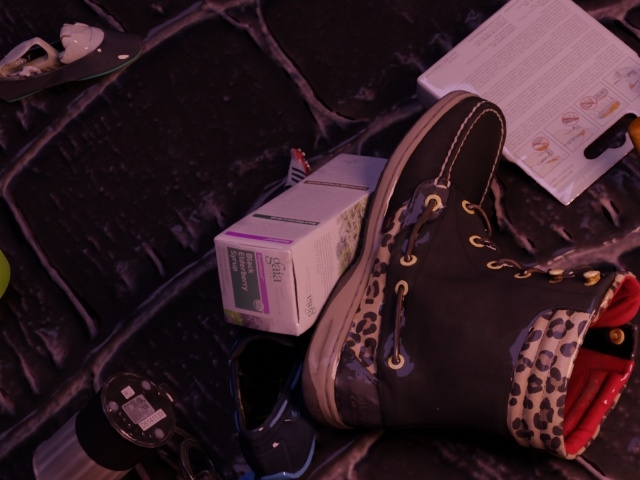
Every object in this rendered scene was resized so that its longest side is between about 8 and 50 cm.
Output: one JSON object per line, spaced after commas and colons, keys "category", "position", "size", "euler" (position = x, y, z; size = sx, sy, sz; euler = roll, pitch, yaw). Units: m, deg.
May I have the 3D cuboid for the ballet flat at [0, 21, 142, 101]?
{"category": "ballet flat", "position": [-0.324, -0.228, 2.370], "size": [0.203, 0.074, 0.074], "euler": [-17, 45, 12]}

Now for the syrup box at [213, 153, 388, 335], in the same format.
{"category": "syrup box", "position": [0.000, 0.000, 1.906], "size": [0.096, 0.093, 0.237], "euler": [9, 28, 33]}

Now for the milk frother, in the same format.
{"category": "milk frother", "position": [-0.184, 0.220, 1.873], "size": [0.135, 0.129, 0.143], "euler": [-43, 66, 37]}

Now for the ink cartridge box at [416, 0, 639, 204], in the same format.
{"category": "ink cartridge box", "position": [0.245, -0.151, 2.036], "size": [0.189, 0.066, 0.232], "euler": [-40, 66, -12]}

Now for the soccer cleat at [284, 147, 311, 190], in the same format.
{"category": "soccer cleat", "position": [-0.026, -0.070, 2.101], "size": [0.035, 0.029, 0.083], "euler": [-23, 48, 1]}

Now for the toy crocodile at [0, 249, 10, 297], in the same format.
{"category": "toy crocodile", "position": [-0.481, 0.123, 2.100], "size": [0.340, 0.105, 0.115], "euler": [-38, 44, -9]}

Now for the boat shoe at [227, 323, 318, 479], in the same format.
{"category": "boat shoe", "position": [-0.040, 0.118, 1.887], "size": [0.109, 0.089, 0.258], "euler": [-20, 41, 9]}

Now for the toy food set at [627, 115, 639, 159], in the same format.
{"category": "toy food set", "position": [0.404, -0.130, 1.911], "size": [0.111, 0.104, 0.232], "euler": [-10, 27, 38]}

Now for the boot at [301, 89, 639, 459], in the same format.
{"category": "boot", "position": [0.172, 0.033, 1.824], "size": [0.284, 0.138, 0.377], "euler": [10, 59, 35]}

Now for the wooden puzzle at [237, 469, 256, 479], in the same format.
{"category": "wooden puzzle", "position": [-0.065, 0.267, 1.820], "size": [0.078, 0.014, 0.116], "euler": [-33, 43, -4]}
